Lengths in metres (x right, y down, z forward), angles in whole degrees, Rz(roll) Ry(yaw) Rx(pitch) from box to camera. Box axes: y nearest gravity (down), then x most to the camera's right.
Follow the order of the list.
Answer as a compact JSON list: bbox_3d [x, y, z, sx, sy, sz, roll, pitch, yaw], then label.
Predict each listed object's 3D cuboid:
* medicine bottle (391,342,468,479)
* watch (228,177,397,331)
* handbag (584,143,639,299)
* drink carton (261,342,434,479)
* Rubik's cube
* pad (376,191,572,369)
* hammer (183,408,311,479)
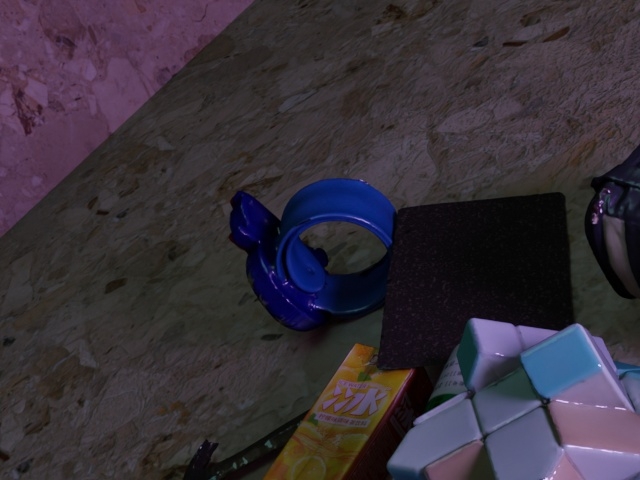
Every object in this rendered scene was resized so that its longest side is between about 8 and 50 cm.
[{"bbox_3d":[0.132,0.219,1.233,0.095,0.095,0.260,-13,34,40],"label":"medicine bottle"},{"bbox_3d":[0.005,0.008,1.636,0.200,0.196,0.171,-33,35,25],"label":"watch"},{"bbox_3d":[0.398,-0.039,1.238,0.254,0.181,0.181,-47,35,-22],"label":"handbag"},{"bbox_3d":[0.030,0.222,1.357,0.096,0.071,0.223,10,49,36],"label":"drink carton"},{"bbox_3d":[0.205,0.185,1.061,0.265,0.213,0.224,-27,27,18],"label":"Rubik's cube"},{"bbox_3d":[0.187,0.041,1.469,0.220,0.004,0.330,-5,34,13],"label":"pad"},{"bbox_3d":[-0.044,0.239,1.495,0.297,0.027,0.125,-30,31,14],"label":"hammer"}]
